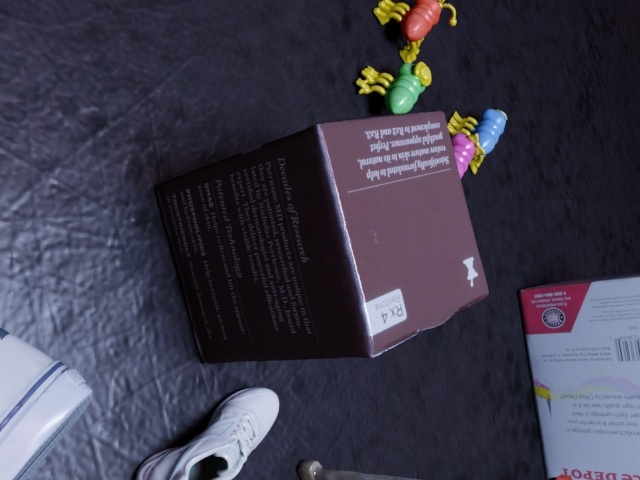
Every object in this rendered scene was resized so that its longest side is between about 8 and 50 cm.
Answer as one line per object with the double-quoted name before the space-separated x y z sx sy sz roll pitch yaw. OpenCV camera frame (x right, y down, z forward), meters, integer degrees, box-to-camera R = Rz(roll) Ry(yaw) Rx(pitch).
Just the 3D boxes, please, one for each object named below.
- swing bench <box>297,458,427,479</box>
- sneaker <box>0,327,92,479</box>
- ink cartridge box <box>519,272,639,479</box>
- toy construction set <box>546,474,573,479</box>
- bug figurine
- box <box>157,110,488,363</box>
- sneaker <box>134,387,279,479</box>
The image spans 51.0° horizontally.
"swing bench" 0.014 0.290 0.490 0.254 0.253 0.165 -11 90 -46
"sneaker" -0.250 0.161 0.381 0.091 0.094 0.258 37 56 1
"ink cartridge box" 0.431 0.204 0.961 0.131 0.226 0.306 -5 86 -45
"toy construction set" 0.261 0.381 0.751 0.327 0.215 0.151 19 109 -27
"bug figurine" 0.160 -0.183 0.876 0.279 0.072 0.216 50 50 -26
"box" 0.000 0.000 0.576 0.168 0.203 0.167 -16 92 -47
"sneaker" -0.079 0.174 0.560 0.152 0.061 0.054 -33 103 -46
